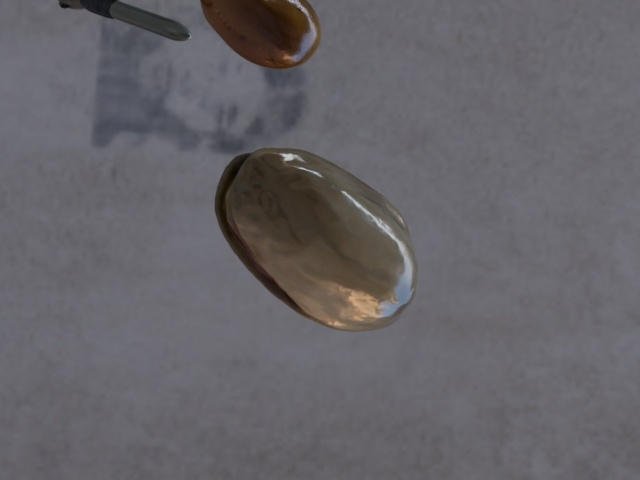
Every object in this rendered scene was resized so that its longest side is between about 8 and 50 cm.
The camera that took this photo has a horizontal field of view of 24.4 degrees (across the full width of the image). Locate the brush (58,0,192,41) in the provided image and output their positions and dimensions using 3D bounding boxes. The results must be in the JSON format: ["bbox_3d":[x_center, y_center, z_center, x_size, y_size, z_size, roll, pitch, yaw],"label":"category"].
[{"bbox_3d":[-0.233,-0.265,1.725,0.299,0.042,0.039,29,-65,49],"label":"brush"}]

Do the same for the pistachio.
[{"bbox_3d":[0.000,0.000,1.899,0.187,0.299,0.187,-49,-164,20],"label":"pistachio"}]

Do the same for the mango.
[{"bbox_3d":[-0.072,-0.262,1.697,0.105,0.159,0.084,-37,-168,44],"label":"mango"}]
